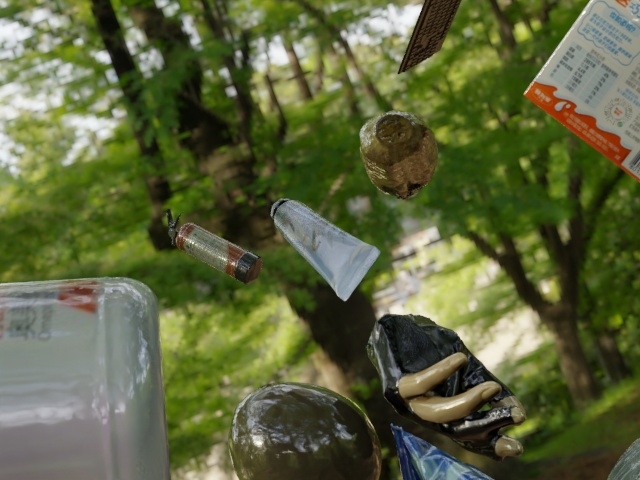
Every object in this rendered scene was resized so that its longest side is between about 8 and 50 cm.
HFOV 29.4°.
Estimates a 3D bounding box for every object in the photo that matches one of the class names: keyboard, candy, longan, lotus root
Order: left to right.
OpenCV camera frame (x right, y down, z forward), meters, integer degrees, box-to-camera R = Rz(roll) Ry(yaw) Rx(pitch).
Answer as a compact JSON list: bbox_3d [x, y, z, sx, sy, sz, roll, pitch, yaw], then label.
[{"bbox_3d":[-0.025,0.318,1.855,0.215,0.246,0.246,-46,13,-25],"label":"longan"},{"bbox_3d":[0.111,-0.130,1.729,0.110,0.097,0.258,-18,-14,1],"label":"lotus root"},{"bbox_3d":[0.123,-0.234,1.300,0.064,0.010,0.198,-34,-11,-15],"label":"keyboard"},{"bbox_3d":[0.196,0.352,1.552,0.077,0.187,0.331,-20,21,-24],"label":"candy"}]

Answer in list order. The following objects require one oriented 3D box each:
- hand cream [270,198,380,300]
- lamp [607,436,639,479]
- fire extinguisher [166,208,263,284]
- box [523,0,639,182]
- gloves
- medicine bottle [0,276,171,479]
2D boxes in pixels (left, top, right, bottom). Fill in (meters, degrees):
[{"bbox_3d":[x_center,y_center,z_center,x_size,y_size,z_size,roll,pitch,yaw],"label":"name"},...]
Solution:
[{"bbox_3d":[0.000,0.000,1.875,0.091,0.058,0.271,-52,36,2],"label":"hand cream"},{"bbox_3d":[0.451,0.337,1.451,0.265,0.233,0.233,-44,-6,19],"label":"lamp"},{"bbox_3d":[-0.172,0.008,1.895,0.177,0.062,0.050,27,29,21],"label":"fire extinguisher"},{"bbox_3d":[0.492,-0.249,1.851,0.265,0.273,0.048,-55,-14,25],"label":"box"},{"bbox_3d":[0.202,0.225,1.843,0.197,0.152,0.301,6,16,-40],"label":"gloves"},{"bbox_3d":[-0.296,0.165,1.068,0.325,0.256,0.256,-4,0,-6],"label":"medicine bottle"}]
